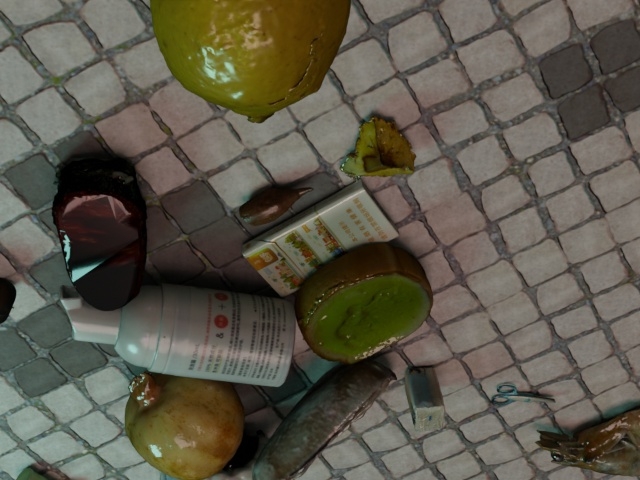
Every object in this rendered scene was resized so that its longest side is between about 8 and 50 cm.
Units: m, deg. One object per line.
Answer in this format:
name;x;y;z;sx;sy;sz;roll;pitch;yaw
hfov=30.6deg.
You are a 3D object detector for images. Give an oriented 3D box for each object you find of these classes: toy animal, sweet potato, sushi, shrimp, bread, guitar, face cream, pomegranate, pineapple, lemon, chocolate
toy animal;-0.190;0.434;2.100;0.208;0.156;0.204;5;126;-8
sweet potato;-0.064;-0.056;1.768;0.117;0.049;0.049;-22;130;11
sushi;-0.320;-0.012;1.723;0.136;0.126;0.225;-4;125;-3
shrimp;0.559;0.376;2.222;0.317;0.077;0.168;6;119;-19
bread;0.070;0.106;1.889;0.236;0.070;0.236;-12;140;-10
guitar;-0.579;0.061;1.781;0.233;0.088;0.025;22;124;-13
face cream;-0.234;0.140;1.850;0.369;0.145;0.145;9;128;-14
pomegranate;-0.227;0.299;1.945;0.207;0.207;0.207;-4;131;-5
pineapple;0.076;-0.117;1.726;0.114;0.077;0.114;-27;126;32
lemon;-0.088;-0.288;1.432;0.253;0.253;0.310;-1;121;-8
chocolate;-0.005;0.311;1.993;0.100;0.185;0.303;43;92;7

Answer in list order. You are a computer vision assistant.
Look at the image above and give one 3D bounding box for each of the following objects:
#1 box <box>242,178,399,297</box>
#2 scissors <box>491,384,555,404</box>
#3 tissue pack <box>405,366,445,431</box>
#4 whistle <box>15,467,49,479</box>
box;0.000;-0.001;1.834;0.220;0.032;0.122;-28;129;15
scissors;0.376;0.289;2.151;0.119;0.014;0.058;9;133;-11
tissue pack;0.183;0.279;2.060;0.058;0.094;0.074;-7;134;-4
whistle;-0.462;0.505;2.178;0.126;0.067;0.258;-33;125;18
